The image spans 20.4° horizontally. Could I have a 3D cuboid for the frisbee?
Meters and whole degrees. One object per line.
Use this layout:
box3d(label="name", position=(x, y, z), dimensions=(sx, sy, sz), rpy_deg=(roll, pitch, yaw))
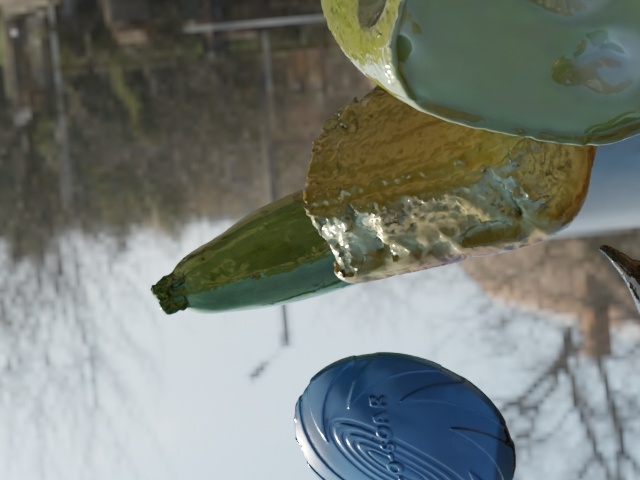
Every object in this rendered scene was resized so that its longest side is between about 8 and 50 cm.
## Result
box3d(label="frisbee", position=(0.084, 0.221, 1.865), dimensions=(0.242, 0.242, 0.045), rpy_deg=(-3, -145, 23))

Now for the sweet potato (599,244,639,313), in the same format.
box3d(label="sweet potato", position=(0.238, 0.041, 1.230), dimensions=(0.049, 0.117, 0.049), rpy_deg=(-50, -178, 3))

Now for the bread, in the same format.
box3d(label="bread", position=(0.105, -0.061, 1.458), dimensions=(0.246, 0.174, 0.121), rpy_deg=(-14, 141, 28))

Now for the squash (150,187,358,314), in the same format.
box3d(label="squash", position=(-0.001, 0.002, 1.808), dimensions=(0.371, 0.118, 0.118), rpy_deg=(-22, -170, -17))

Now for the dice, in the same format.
box3d(label="dice", position=(0.143, -0.218, 1.216), dimensions=(0.238, 0.233, 0.226), rpy_deg=(9, -151, -19))
